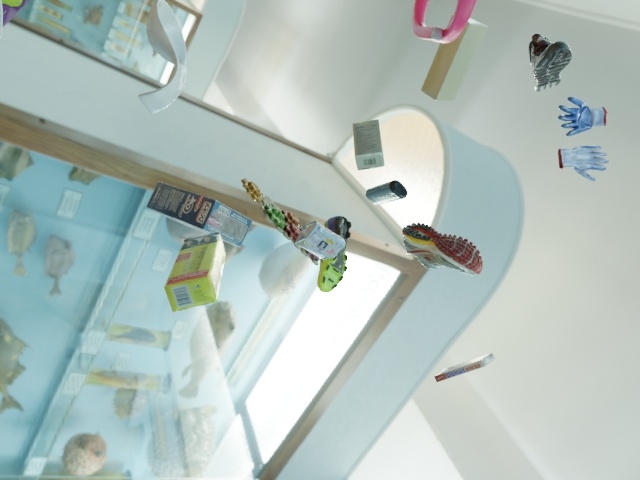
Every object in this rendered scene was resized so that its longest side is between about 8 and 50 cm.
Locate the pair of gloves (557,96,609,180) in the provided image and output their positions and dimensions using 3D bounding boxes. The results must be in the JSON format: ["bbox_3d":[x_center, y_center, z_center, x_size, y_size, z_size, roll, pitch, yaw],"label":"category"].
[{"bbox_3d":[0.622,-0.238,1.187,0.023,0.159,0.198,177,-91,-68],"label":"pair of gloves"}]

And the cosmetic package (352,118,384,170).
[{"bbox_3d":[0.101,-0.203,1.062,0.060,0.041,0.115,-7,-132,10],"label":"cosmetic package"}]

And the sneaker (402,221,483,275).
[{"bbox_3d":[0.306,0.032,1.266,0.225,0.088,0.092,30,-41,40],"label":"sneaker"}]

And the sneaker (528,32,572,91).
[{"bbox_3d":[0.694,-0.588,1.567,0.107,0.281,0.162,-14,-99,13],"label":"sneaker"}]

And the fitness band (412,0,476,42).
[{"bbox_3d":[0.270,-0.546,1.100,0.290,0.054,0.208,-105,-155,-64],"label":"fitness band"}]

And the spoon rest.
[{"bbox_3d":[-0.332,-0.405,1.098,0.084,0.137,0.276,-7,-116,10],"label":"spoon rest"}]

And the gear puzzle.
[{"bbox_3d":[-0.112,-0.075,1.507,0.044,0.339,0.175,-39,-151,13],"label":"gear puzzle"}]

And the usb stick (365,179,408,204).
[{"bbox_3d":[0.229,-0.166,1.774,0.045,0.077,0.278,-46,-171,-10],"label":"usb stick"}]

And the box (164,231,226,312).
[{"bbox_3d":[-0.242,0.056,0.996,0.232,0.088,0.058,-103,180,-68],"label":"box"}]

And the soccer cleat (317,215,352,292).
[{"bbox_3d":[0.034,0.050,1.762,0.121,0.093,0.289,-12,-122,49],"label":"soccer cleat"}]

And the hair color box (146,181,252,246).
[{"bbox_3d":[-0.414,-0.091,1.697,0.347,0.174,0.105,18,-98,40],"label":"hair color box"}]

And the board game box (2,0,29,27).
[{"bbox_3d":[-0.477,-0.367,0.667,0.346,0.056,0.208,-65,-174,-26],"label":"board game box"}]

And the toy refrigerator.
[{"bbox_3d":[0.458,-0.629,1.747,0.094,0.102,0.269,49,-46,36],"label":"toy refrigerator"}]

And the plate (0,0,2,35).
[{"bbox_3d":[-0.360,-0.187,0.425,0.188,0.024,0.188,-57,172,-13],"label":"plate"}]

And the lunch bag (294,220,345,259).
[{"bbox_3d":[0.000,0.000,0.953,0.083,0.071,0.053,-20,-138,62],"label":"lunch bag"}]

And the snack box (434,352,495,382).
[{"bbox_3d":[0.408,0.363,1.433,0.178,0.064,0.022,-38,-105,45],"label":"snack box"}]
